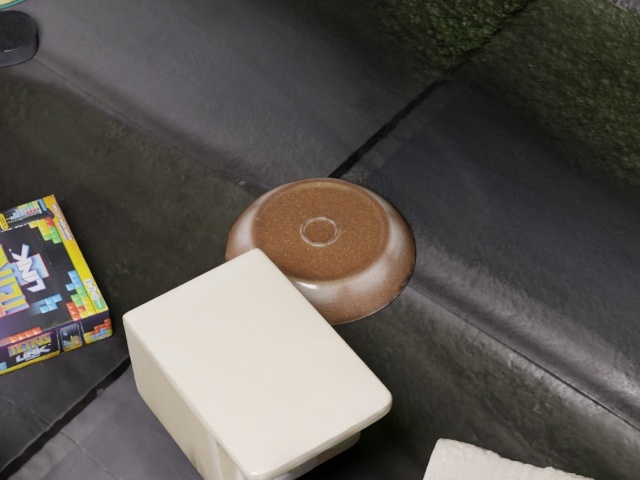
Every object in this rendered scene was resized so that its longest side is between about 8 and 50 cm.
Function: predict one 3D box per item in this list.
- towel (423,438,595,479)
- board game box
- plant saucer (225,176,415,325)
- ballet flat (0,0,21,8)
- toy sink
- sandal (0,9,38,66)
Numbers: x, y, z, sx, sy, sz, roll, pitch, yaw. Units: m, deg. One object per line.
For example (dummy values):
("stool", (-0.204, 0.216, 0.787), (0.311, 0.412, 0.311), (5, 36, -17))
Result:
("towel", (0.153, 0.309, 1.452), (0.187, 0.049, 0.282), (15, 50, 11))
("board game box", (-0.305, 0.045, 1.681), (0.141, 0.048, 0.170), (-19, 52, -17))
("plant saucer", (0.000, 0.000, 1.725), (0.198, 0.036, 0.198), (0, 50, 1))
("ballet flat", (-0.483, -0.315, 1.947), (0.348, 0.123, 0.123), (-13, 51, -11))
("toy sink", (-0.055, 0.147, 1.538), (0.153, 0.131, 0.234), (-28, 50, -21))
("sandal", (-0.451, -0.221, 1.904), (0.254, 0.054, 0.097), (-20, 52, -16))
